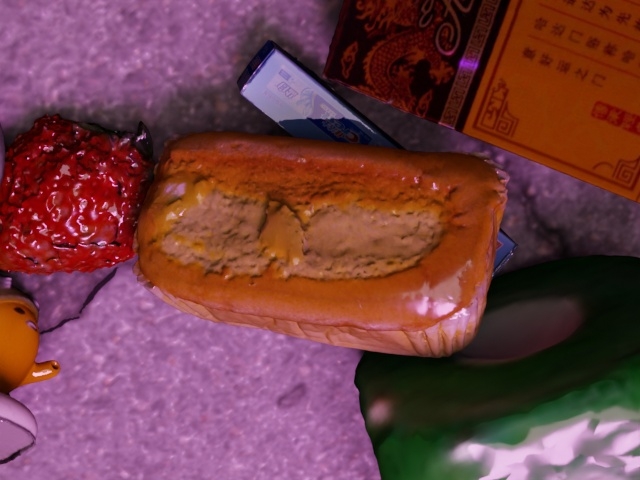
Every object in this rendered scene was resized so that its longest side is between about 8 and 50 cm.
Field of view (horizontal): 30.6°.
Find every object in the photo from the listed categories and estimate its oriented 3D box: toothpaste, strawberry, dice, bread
[{"bbox_3d":[0.049,-0.066,1.000,0.272,0.066,0.053,38,97,-15],"label":"toothpaste"},{"bbox_3d":[-0.213,-0.031,0.972,0.192,0.085,0.140,1,107,-5],"label":"strawberry"},{"bbox_3d":[0.201,0.201,0.972,0.287,0.297,0.300,-18,107,0],"label":"dice"},{"bbox_3d":[0.000,0.000,0.923,0.288,0.119,0.152,8,68,16],"label":"bread"}]

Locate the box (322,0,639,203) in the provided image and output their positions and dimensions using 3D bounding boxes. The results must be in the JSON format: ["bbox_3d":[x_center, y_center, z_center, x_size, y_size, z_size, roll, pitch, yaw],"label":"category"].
[{"bbox_3d":[0.230,-0.177,0.876,0.415,0.116,0.264,22,116,11],"label":"box"}]

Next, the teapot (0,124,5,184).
[{"bbox_3d":[-0.350,-0.056,0.891,0.162,0.149,0.239,26,101,7],"label":"teapot"}]

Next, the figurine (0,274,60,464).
[{"bbox_3d":[-0.332,0.098,0.986,0.250,0.166,0.141,-2,63,21],"label":"figurine"}]
